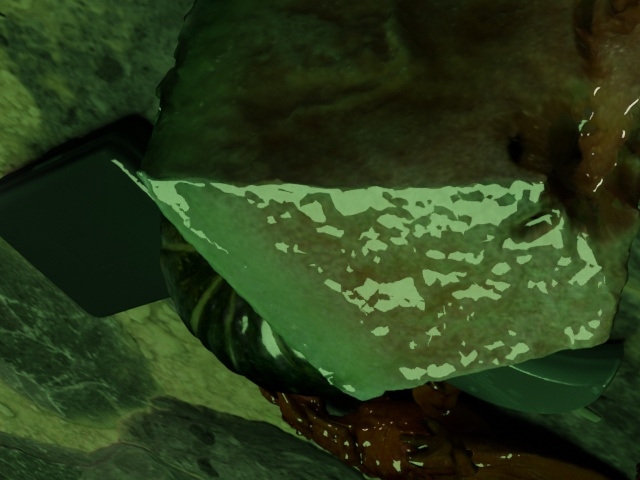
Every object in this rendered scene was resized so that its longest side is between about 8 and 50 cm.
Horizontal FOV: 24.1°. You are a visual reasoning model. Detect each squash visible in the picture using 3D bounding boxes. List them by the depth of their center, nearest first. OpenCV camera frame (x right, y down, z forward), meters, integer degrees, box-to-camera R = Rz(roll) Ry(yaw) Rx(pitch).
[{"bbox_3d":[-0.003,0.002,1.013,0.218,0.218,0.172,1,172,37],"label":"squash"}]

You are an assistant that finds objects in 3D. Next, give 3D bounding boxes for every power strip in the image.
[{"bbox_3d":[0.135,0.075,1.136,0.216,0.044,0.137,34,148,-7],"label":"power strip"}]

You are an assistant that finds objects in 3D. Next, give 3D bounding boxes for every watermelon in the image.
[{"bbox_3d":[0.078,-0.055,0.806,0.302,0.264,0.151,9,143,23],"label":"watermelon"}]

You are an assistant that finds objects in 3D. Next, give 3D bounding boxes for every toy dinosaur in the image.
[{"bbox_3d":[0.117,0.174,1.242,0.432,0.097,0.208,19,160,22],"label":"toy dinosaur"}]

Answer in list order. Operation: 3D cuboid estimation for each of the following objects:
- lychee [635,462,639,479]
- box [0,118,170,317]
[{"bbox_3d":[0.307,0.198,1.056,0.188,0.188,0.188,20,147,14],"label":"lychee"},{"bbox_3d":[-0.171,-0.012,1.248,0.160,0.050,0.230,45,144,-22],"label":"box"}]
